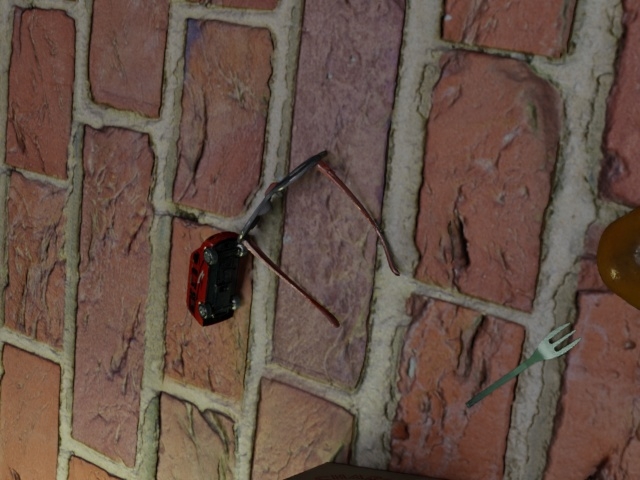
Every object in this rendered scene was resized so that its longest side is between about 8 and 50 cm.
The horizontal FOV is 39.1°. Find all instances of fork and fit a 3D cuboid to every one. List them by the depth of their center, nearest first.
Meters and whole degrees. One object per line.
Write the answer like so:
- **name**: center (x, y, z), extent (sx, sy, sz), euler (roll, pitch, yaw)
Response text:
- **fork**: center (0.311, 0.208, 1.422), extent (0.235, 0.021, 0.039), euler (-44, 69, 31)

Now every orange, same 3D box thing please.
- **orange**: center (0.458, 0.017, 1.246), extent (0.160, 0.112, 0.169), euler (11, 91, 34)

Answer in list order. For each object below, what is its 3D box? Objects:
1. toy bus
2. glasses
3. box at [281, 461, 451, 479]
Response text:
- **toy bus**: center (-0.201, 0.063, 1.703), extent (0.089, 0.081, 0.195), euler (38, 130, 38)
- **glasses**: center (0.000, 0.000, 1.602), extent (0.268, 0.118, 0.234), euler (45, 119, -2)
- **box**: center (0.053, 0.553, 1.462), extent (0.314, 0.312, 0.299), euler (-1, 90, 34)
